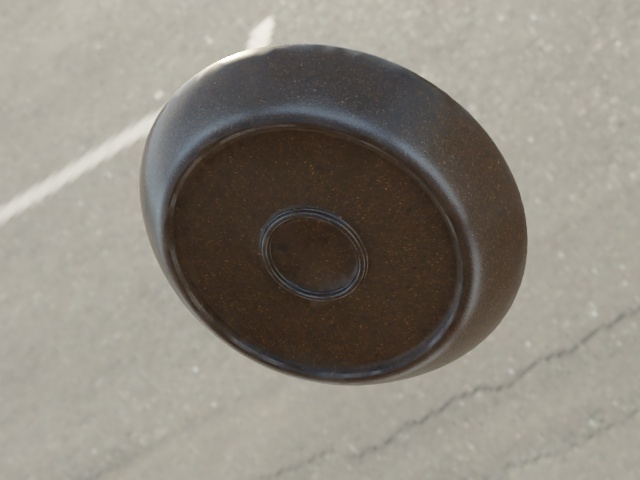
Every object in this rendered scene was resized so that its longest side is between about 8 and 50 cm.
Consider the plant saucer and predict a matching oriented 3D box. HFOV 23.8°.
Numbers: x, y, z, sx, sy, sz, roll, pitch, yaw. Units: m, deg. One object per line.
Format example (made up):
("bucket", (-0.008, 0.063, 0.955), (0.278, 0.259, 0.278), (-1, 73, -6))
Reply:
("plant saucer", (0.000, 0.000, 0.629), (0.168, 0.168, 0.029), (-25, 24, 31))
